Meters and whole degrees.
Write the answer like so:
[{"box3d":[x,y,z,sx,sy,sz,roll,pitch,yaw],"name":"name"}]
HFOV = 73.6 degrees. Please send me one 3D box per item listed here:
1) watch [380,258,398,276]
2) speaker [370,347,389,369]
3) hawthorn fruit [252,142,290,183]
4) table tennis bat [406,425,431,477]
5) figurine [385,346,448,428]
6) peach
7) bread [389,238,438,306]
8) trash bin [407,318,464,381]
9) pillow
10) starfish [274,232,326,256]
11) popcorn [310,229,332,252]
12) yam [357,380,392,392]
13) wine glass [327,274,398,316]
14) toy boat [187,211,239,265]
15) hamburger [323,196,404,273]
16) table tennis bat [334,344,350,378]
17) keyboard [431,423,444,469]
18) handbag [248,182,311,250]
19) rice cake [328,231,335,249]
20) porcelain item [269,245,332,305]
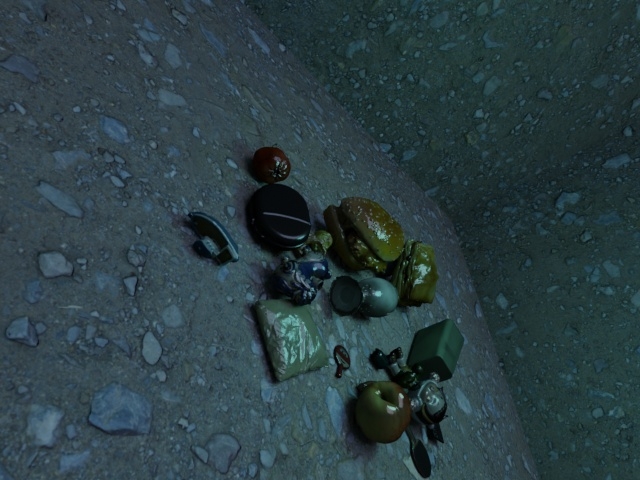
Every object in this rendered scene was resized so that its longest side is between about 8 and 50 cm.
[{"box3d":[0.357,0.070,2.356,0.211,0.211,0.193,23,24,-47],"name":"watch"},{"box3d":[0.255,0.517,1.878,0.075,0.060,0.094,54,-7,-8],"name":"speaker"},{"box3d":[-0.220,-0.372,1.884,0.165,0.165,0.286,35,30,-36],"name":"hawthorn fruit"},{"box3d":[0.408,0.879,1.795,0.130,0.019,0.221,-7,70,-61],"name":"table tennis bat"},{"box3d":[0.421,0.656,1.894,0.281,0.167,0.370,-23,74,-46],"name":"figurine"},{"box3d":[0.227,0.641,1.579,0.232,0.232,0.233,38,34,-33],"name":"peach"},{"box3d":[0.516,0.196,2.269,0.191,0.370,0.314,27,8,42],"name":"bread"},{"box3d":[0.574,0.566,2.160,0.158,0.222,0.343,58,31,-1],"name":"trash bin"},{"box3d":[-0.089,0.326,1.481,0.280,0.076,0.275,7,57,-55],"name":"pillow"},{"box3d":[-0.108,0.001,1.784,0.302,0.060,0.299,-6,73,-44],"name":"starfish"},{"box3d":[0.002,0.000,1.925,0.089,0.109,0.097,32,-41,56],"name":"popcorn"},{"box3d":[0.230,0.602,1.751,0.241,0.056,0.057,22,45,-50],"name":"yam"},{"box3d":[0.201,0.251,1.900,0.357,0.190,0.191,14,51,-54],"name":"wine glass"},{"box3d":[-0.352,-0.001,1.370,0.215,0.088,0.102,55,32,-9],"name":"toy boat"},{"box3d":[0.228,0.007,2.030,0.445,0.268,0.287,38,38,-36],"name":"hamburger"},{"box3d":[0.082,0.476,1.674,0.098,0.019,0.155,50,27,-16],"name":"table tennis bat"},{"box3d":[0.523,0.848,1.983,0.103,0.041,0.381,40,33,-30],"name":"keyboard"},{"box3d":[-0.160,-0.098,1.694,0.253,0.093,0.308,10,51,-27],"name":"handbag"},{"box3d":[0.088,-0.030,2.143,0.124,0.038,0.211,31,39,-41],"name":"rice cake"},{"box3d":[-0.054,0.135,1.603,0.186,0.138,0.288,39,26,17],"name":"porcelain item"}]
